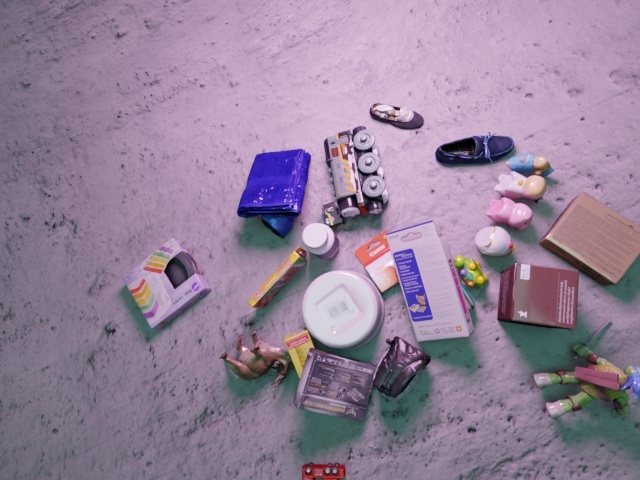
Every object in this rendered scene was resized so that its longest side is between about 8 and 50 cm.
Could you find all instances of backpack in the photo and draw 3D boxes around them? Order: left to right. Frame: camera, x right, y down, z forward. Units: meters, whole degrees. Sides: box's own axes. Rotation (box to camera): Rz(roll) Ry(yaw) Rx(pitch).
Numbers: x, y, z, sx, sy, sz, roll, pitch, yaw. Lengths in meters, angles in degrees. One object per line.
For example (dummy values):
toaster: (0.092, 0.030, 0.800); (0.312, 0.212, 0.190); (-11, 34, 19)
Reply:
backpack: (-0.156, -0.078, 1.513); (0.098, 0.120, 0.101); (34, 88, 17)
backpack: (0.249, 0.416, 1.330); (0.152, 0.115, 0.181); (26, 73, 34)

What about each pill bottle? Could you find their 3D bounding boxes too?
pill bottle: (0.000, 0.000, 1.433); (0.108, 0.180, 0.107); (-2, 79, 11)

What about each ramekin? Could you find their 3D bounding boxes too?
ramekin: (0.070, 0.228, 1.398); (0.278, 0.135, 0.276); (-2, 78, 11)

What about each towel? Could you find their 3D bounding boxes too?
towel: (-0.161, -0.212, 1.496); (0.228, 0.076, 0.307); (0, 50, 11)

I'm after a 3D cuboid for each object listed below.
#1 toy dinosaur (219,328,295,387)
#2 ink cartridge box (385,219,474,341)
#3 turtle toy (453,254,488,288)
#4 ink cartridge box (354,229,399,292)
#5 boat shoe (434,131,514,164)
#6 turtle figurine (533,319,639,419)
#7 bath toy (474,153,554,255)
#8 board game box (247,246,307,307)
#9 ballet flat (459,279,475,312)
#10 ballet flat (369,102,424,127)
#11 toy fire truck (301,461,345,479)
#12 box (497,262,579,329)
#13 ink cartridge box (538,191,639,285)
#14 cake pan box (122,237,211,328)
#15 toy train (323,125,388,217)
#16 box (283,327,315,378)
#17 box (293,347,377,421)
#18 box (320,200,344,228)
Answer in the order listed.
toy dinosaur: (-0.213, 0.423, 1.436); (0.296, 0.127, 0.200); (-23, 107, 22)
ink cartridge box: (0.340, 0.129, 1.324); (0.176, 0.069, 0.370); (-18, 90, 38)
turtle toy: (0.486, 0.101, 1.366); (0.066, 0.095, 0.130); (-36, 73, 26)
ink cartridge box: (0.222, 0.067, 1.443); (0.146, 0.045, 0.179); (-34, 77, 1)
boat shoe: (0.527, -0.305, 1.429); (0.259, 0.089, 0.108); (-13, 77, 9)
turtle figurine: (0.792, 0.415, 1.229); (0.267, 0.275, 0.197); (-27, 97, 26)
bath toy: (0.628, -0.099, 1.355); (0.129, 0.151, 0.347); (27, 85, -20)
board game box: (-0.140, 0.132, 1.466); (0.039, 0.124, 0.259); (40, 90, 15)
ballet flat: (0.386, 0.105, 1.376); (0.106, 0.108, 0.315); (-30, 74, 19)
ballet flat: (0.273, -0.458, 1.523); (0.204, 0.074, 0.074); (17, 83, 14)
toy fire truck: (0.036, 0.790, 1.342); (0.192, 0.047, 0.135); (-5, 79, 11)
box: (0.640, 0.170, 1.255); (0.167, 0.203, 0.168); (7, 81, 13)
ink cartridge box: (0.847, -0.004, 1.304); (0.235, 0.088, 0.193); (39, 88, 17)
cake pan box: (-0.576, 0.159, 1.584); (0.267, 0.070, 0.245); (-36, 76, 3)
toy train: (0.123, -0.240, 1.477); (0.191, 0.142, 0.333); (-13, 74, 13)
box: (-0.041, 0.411, 1.381); (0.088, 0.058, 0.232); (-21, 94, -8)
box: (0.050, 0.462, 1.343); (0.231, 0.056, 0.182); (18, 84, -17)
box: (0.044, -0.090, 1.508); (0.062, 0.052, 0.083); (-19, 75, 8)
